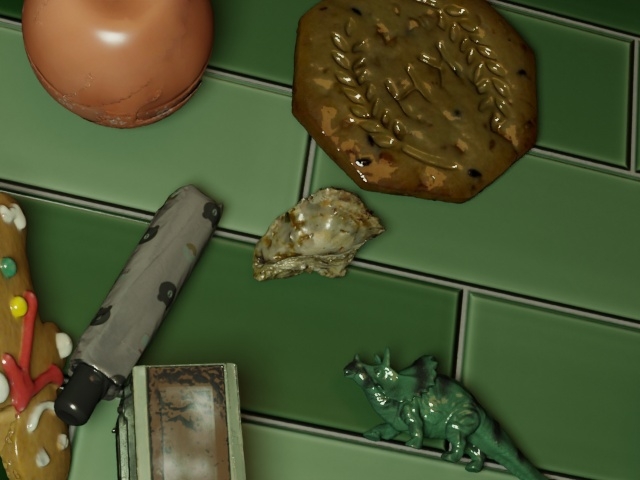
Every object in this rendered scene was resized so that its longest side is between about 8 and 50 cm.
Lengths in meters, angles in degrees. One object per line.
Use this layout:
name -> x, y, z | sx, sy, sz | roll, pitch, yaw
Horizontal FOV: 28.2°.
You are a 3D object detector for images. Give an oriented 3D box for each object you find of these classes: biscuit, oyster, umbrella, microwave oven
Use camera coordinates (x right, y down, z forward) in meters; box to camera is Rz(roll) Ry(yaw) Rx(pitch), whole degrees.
biscuit -> -0.320, 0.110, 1.349 | 0.047, 0.216, 0.339 | -13, 91, 16
oyster -> -0.008, 0.002, 1.563 | 0.177, 0.056, 0.105 | -38, 70, -26
umbrella -> -0.206, 0.069, 1.445 | 0.073, 0.067, 0.337 | 26, 53, 0
microwave oven -> -0.153, 0.248, 1.358 | 0.129, 0.163, 0.204 | 0, 67, -16
biscuit -> 0.130, -0.212, 1.697 | 0.359, 0.046, 0.359 | 6, 67, -14

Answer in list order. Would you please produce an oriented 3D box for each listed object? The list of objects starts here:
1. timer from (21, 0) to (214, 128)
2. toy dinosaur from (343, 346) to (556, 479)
timer -> -0.241, -0.252, 1.523 | 0.230, 0.215, 0.229 | 3, 68, -7
toy dinosaur -> 0.151, 0.229, 1.498 | 0.292, 0.079, 0.120 | 41, 65, 1
